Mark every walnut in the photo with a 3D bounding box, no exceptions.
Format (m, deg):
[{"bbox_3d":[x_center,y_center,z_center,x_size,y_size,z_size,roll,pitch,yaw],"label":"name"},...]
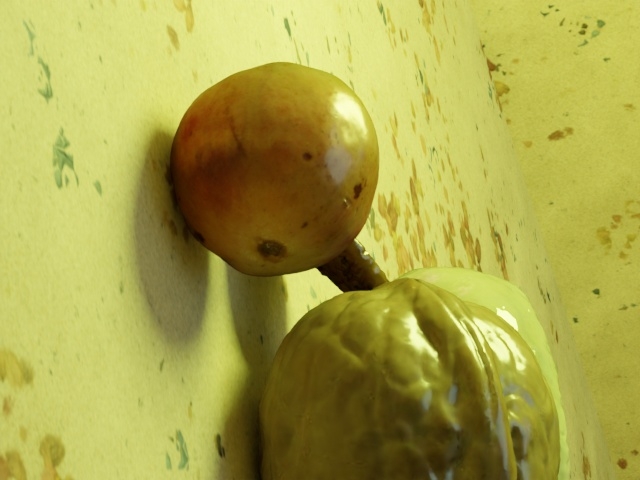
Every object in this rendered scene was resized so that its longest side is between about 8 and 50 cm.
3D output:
[{"bbox_3d":[0.082,0.190,1.768,0.252,0.277,0.313,-43,134,-86],"label":"walnut"}]

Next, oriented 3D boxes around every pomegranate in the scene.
[{"bbox_3d":[-0.035,-0.063,1.689,0.191,0.191,0.191,-10,90,-75],"label":"pomegranate"}]

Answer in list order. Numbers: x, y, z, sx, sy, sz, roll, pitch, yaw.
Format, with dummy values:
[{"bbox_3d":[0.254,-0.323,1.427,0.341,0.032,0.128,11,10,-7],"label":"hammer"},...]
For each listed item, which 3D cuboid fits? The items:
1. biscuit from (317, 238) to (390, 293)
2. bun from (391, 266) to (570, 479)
[{"bbox_3d":[-0.001,0.001,1.869,0.188,0.027,0.188,43,-9,9],"label":"biscuit"},{"bbox_3d":[0.124,0.203,2.036,0.361,0.213,0.361,177,-90,-78],"label":"bun"}]
